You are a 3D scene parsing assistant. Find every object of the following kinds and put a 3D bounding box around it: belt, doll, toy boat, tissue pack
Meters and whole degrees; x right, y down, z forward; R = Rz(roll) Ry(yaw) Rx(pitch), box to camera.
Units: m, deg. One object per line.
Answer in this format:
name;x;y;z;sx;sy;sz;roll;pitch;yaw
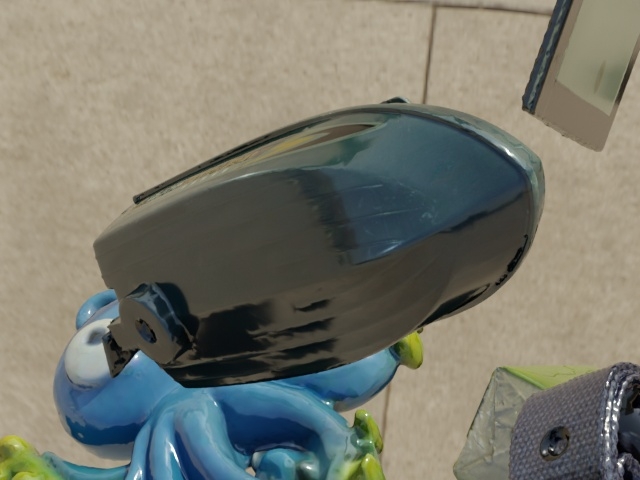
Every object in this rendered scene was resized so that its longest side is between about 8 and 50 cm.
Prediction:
belt;0.219;0.219;1.147;0.126;0.139;0.231;-28;55;39
doll;-0.091;0.117;0.933;0.346;0.099;0.341;-38;36;-12
toy boat;0.001;-0.001;0.699;0.122;0.296;0.114;-40;103;-36
tissue pack;0.323;0.256;1.755;0.200;0.274;0.167;28;100;32

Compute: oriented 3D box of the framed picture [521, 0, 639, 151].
framed picture;0.246;-0.210;1.200;0.016;0.347;0.265;21;96;18
